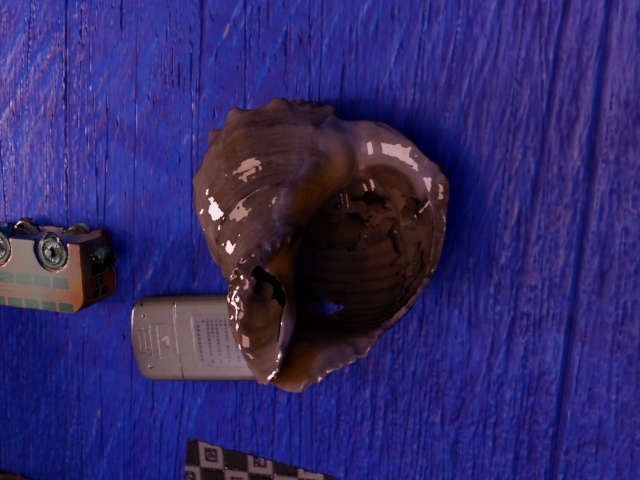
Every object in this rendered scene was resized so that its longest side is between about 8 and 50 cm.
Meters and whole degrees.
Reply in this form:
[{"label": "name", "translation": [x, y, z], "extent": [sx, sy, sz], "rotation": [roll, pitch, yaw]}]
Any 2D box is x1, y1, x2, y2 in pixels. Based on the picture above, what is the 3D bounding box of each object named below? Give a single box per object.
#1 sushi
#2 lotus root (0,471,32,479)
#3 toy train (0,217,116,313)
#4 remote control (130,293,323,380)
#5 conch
[{"label": "sushi", "translation": [-0.084, 0.312, 1.757], "extent": [0.201, 0.031, 0.139], "rotation": [10, 106, 25]}, {"label": "lotus root", "translation": [-0.365, 0.352, 1.877], "extent": [0.159, 0.095, 0.135], "rotation": [-5, 102, 33]}, {"label": "toy train", "translation": [-0.321, 0.029, 1.794], "extent": [0.188, 0.072, 0.099], "rotation": [6, 103, 26]}, {"label": "remote control", "translation": [-0.103, 0.107, 1.719], "extent": [0.233, 0.038, 0.098], "rotation": [-2, 100, 26]}, {"label": "conch", "translation": [0.003, 0.001, 1.560], "extent": [0.263, 0.186, 0.324], "rotation": [-2, 74, 15]}]
